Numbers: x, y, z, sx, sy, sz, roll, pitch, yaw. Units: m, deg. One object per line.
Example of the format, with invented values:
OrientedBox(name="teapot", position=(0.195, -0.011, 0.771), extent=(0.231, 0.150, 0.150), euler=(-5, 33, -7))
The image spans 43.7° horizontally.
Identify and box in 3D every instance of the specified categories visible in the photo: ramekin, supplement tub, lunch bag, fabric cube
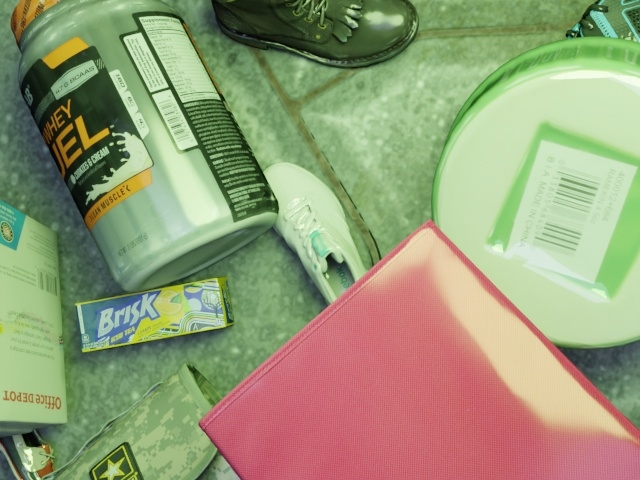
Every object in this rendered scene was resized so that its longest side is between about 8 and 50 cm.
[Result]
OrientedBox(name="ramekin", position=(0.253, -0.042, 0.779), extent=(0.303, 0.148, 0.303), euler=(5, 106, 19))
OrientedBox(name="supplement tub", position=(-0.194, -0.121, 0.856), extent=(0.193, 0.193, 0.316), euler=(-28, 84, 3))
OrientedBox(name="lunch bag", position=(-0.148, 0.304, 0.843), extent=(0.235, 0.169, 0.287), euler=(-42, 80, -2))
OrientedBox(name="fabric cube", position=(0.101, 0.190, 0.695), extent=(0.254, 0.259, 0.258), euler=(-42, 66, -5))

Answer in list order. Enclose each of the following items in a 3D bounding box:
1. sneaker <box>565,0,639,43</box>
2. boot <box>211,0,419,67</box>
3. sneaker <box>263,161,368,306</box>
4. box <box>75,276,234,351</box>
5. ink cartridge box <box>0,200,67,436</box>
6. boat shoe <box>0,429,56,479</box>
OrientedBox(name="sneaker", position=(0.340, -0.250, 0.846), extent=(0.139, 0.125, 0.341), euler=(6, 87, 7))
OrientedBox(name="boot", position=(-0.028, -0.258, 0.829), extent=(0.263, 0.229, 0.091), euler=(5, 87, 6))
OrientedBox(name="sneaker", position=(0.000, 0.000, 0.880), extent=(0.080, 0.094, 0.212), euler=(-34, 84, 4))
OrientedBox(name="box", position=(-0.188, 0.085, 0.914), extent=(0.169, 0.054, 0.059), euler=(-11, 86, 6))
OrientedBox(name="ink cartridge box", position=(-0.389, 0.093, 0.854), extent=(0.168, 0.171, 0.232), euler=(-10, 74, 4))
OrientedBox(name="boat shoe", position=(-0.334, 0.246, 0.924), extent=(0.043, 0.049, 0.137), euler=(-40, 79, 0))
